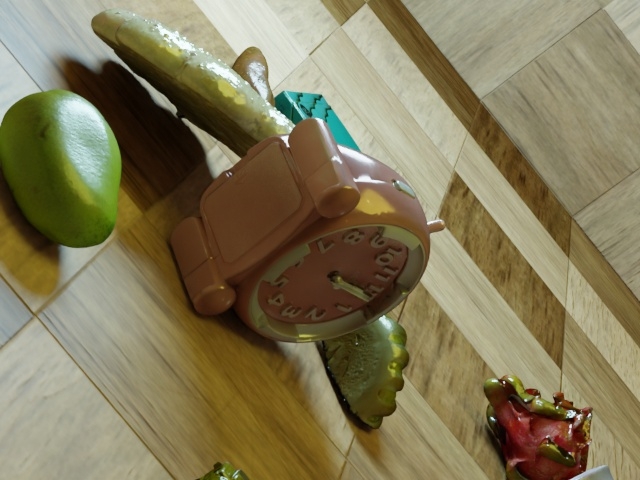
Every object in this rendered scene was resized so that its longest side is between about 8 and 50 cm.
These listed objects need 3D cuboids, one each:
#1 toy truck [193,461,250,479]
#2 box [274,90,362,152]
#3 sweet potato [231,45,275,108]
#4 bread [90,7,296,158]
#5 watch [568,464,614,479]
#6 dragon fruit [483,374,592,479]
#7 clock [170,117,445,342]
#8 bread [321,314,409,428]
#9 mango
[{"bbox_3d":[-0.088,0.218,1.322,0.049,0.054,0.083,52,16,-2],"label":"toy truck"},{"bbox_3d":[0.026,-0.110,2.274,0.226,0.042,0.161,56,16,8],"label":"box"},{"bbox_3d":[-0.092,-0.207,2.150,0.202,0.058,0.055,-99,-170,-50],"label":"sweet potato"},{"bbox_3d":[-0.121,-0.157,1.779,0.316,0.054,0.316,37,-5,4],"label":"bread"},{"bbox_3d":[0.211,0.316,1.627,0.211,0.217,0.248,58,17,17],"label":"watch"},{"bbox_3d":[0.290,0.258,2.114,0.207,0.150,0.133,48,-13,6],"label":"dragon fruit"},{"bbox_3d":[0.000,0.000,1.678,0.241,0.227,0.142,27,32,-45],"label":"clock"},{"bbox_3d":[0.056,0.127,1.818,0.083,0.094,0.157,28,22,-46],"label":"bread"},{"bbox_3d":[-0.233,-0.069,1.449,0.117,0.089,0.163,40,22,-35],"label":"mango"}]
